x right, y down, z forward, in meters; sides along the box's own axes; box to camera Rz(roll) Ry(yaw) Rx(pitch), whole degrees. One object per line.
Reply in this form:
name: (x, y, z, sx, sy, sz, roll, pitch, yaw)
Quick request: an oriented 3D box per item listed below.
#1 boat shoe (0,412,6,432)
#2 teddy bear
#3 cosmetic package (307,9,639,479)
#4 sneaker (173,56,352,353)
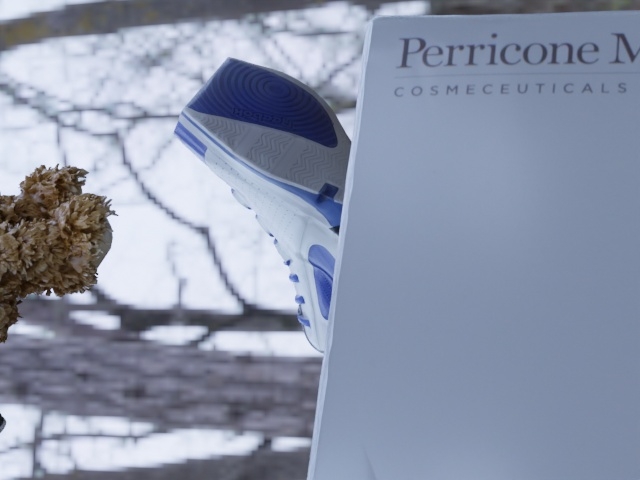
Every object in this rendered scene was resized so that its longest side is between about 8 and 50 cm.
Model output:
boat shoe: (-0.318, 0.148, 1.538, 0.046, 0.125, 0.038, -69, -30, -61)
teddy bear: (-0.332, 0.035, 1.641, 0.245, 0.338, 0.113, -109, -5, -53)
cosmetic package: (0.121, 0.118, 0.919, 0.161, 0.230, 0.453, 63, -150, -60)
sneaker: (0.001, 0.001, 1.610, 0.127, 0.315, 0.182, -49, -11, -47)
